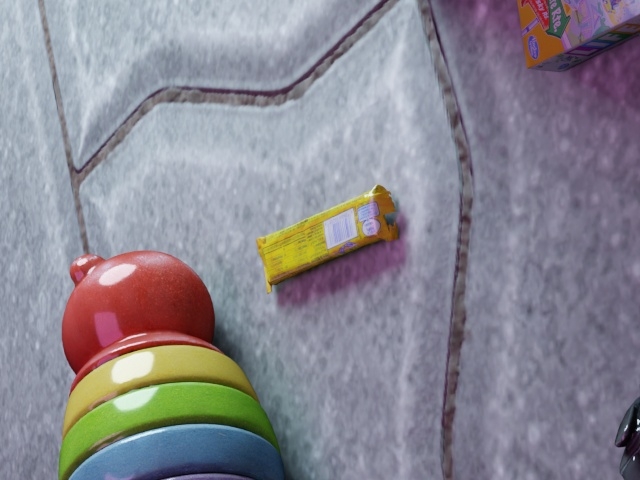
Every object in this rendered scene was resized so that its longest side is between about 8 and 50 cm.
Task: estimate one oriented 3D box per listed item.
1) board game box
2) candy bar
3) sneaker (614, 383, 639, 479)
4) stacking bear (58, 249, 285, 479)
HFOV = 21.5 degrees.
[{"bbox_3d":[0.143,-0.180,0.909,0.103,0.026,0.154,-24,69,53],"label":"board game box"},{"bbox_3d":[0.000,0.000,1.125,0.161,0.018,0.040,-23,73,53],"label":"candy bar"},{"bbox_3d":[0.182,0.028,0.774,0.147,0.104,0.295,-35,65,44],"label":"sneaker"},{"bbox_3d":[-0.112,0.136,1.177,0.164,0.175,0.289,-56,39,42],"label":"stacking bear"}]
